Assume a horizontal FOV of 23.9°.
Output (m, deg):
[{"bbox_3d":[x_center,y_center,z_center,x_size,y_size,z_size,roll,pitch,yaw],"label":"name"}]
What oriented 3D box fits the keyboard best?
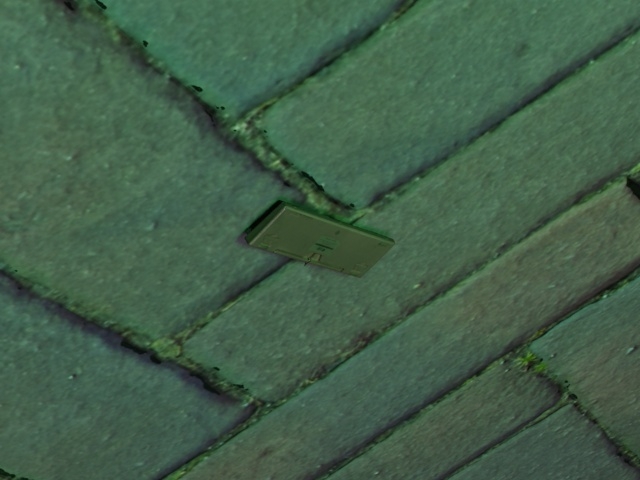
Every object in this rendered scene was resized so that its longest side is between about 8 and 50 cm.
[{"bbox_3d":[0.000,0.000,1.358,0.055,0.017,0.166,-46,145,20],"label":"keyboard"}]
